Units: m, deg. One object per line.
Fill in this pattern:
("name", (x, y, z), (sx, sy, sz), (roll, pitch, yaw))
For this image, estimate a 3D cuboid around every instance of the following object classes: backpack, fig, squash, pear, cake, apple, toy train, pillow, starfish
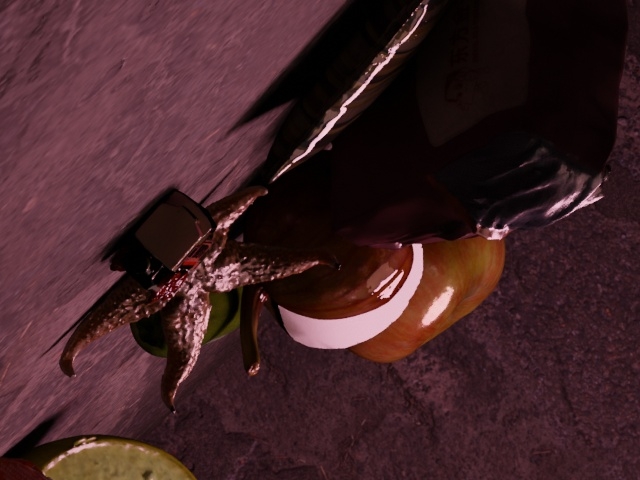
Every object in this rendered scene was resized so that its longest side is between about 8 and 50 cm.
("backpack", (0.133, -0.108, 1.641), (0.317, 0.197, 0.283), (-35, -146, 47))
("fig", (-0.018, 0.012, 1.826), (0.207, 0.175, 0.175), (-34, 179, 12))
("squash", (-0.129, 0.066, 1.813), (0.082, 0.082, 0.292), (-45, 174, 14))
("pear", (-0.333, 0.378, 2.098), (0.318, 0.238, 0.342), (-31, -168, 44))
("cake", (0.000, 0.000, 2.035), (0.185, 0.178, 0.208), (-30, 136, -9))
("apple", (0.088, 0.007, 2.247), (0.264, 0.264, 0.264), (-44, 176, -3))
("toy train", (-0.120, 0.005, 1.472), (0.087, 0.050, 0.138), (-48, 177, 2))
("pillow", (0.044, -0.151, 1.484), (0.212, 0.052, 0.208), (-50, -179, 25))
("starfish", (-0.115, 0.054, 1.643), (0.247, 0.138, 0.050), (-40, -143, 0))

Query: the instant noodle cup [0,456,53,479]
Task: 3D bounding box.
("instant noodle cup", (-0.341, 0.320, 1.761), (0.193, 0.193, 0.212), (-42, -176, -32))
